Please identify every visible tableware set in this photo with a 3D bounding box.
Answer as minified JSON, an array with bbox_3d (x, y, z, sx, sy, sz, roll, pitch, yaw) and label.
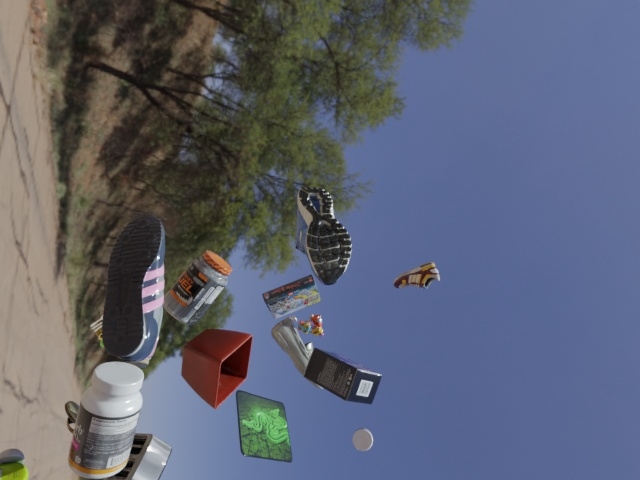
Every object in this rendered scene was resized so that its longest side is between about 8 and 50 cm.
[{"bbox_3d":[-0.527,0.215,1.239,0.024,0.154,0.104,32,-36,29],"label":"tableware set"}]

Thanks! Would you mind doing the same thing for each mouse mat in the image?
[{"bbox_3d":[-0.135,0.451,1.126,0.007,0.189,0.153,-31,-131,19],"label":"mouse mat"}]

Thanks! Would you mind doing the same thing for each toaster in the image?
[{"bbox_3d":[-0.598,0.742,1.537,0.185,0.110,0.168,-12,-140,31],"label":"toaster"}]

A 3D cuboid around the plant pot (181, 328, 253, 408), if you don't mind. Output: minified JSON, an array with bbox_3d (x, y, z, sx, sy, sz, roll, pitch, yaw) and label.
[{"bbox_3d":[-0.499,0.566,2.175,0.267,0.235,0.268,-36,141,-61],"label":"plant pot"}]

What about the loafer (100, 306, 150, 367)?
[{"bbox_3d":[-0.669,0.320,1.620,0.269,0.092,0.102,50,2,14],"label":"loafer"}]

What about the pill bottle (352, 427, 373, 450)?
[{"bbox_3d":[0.164,0.770,1.804,0.137,0.078,0.078,77,10,-70],"label":"pill bottle"}]

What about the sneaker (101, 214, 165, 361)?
[{"bbox_3d":[-0.393,0.105,1.016,0.131,0.111,0.320,83,8,-64],"label":"sneaker"}]

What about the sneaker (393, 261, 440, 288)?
[{"bbox_3d":[0.364,0.155,1.771,0.185,0.069,0.084,-33,-119,29],"label":"sneaker"}]

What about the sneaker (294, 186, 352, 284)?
[{"bbox_3d":[0.000,0.000,1.319,0.147,0.129,0.330,103,-18,-44],"label":"sneaker"}]

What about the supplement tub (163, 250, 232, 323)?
[{"bbox_3d":[-0.564,0.213,2.154,0.316,0.193,0.193,-51,-152,1],"label":"supplement tub"}]

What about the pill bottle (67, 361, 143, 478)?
[{"bbox_3d":[-0.593,0.496,1.299,0.162,0.162,0.279,31,-73,64],"label":"pill bottle"}]

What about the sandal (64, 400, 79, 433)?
[{"bbox_3d":[-0.869,0.658,1.663,0.090,0.060,0.220,49,-27,38],"label":"sandal"}]

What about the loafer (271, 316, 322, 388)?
[{"bbox_3d":[-0.069,0.456,1.877,0.320,0.111,0.112,54,-19,-4],"label":"loafer"}]

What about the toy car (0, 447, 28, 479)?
[{"bbox_3d":[-0.923,0.695,1.311,0.159,0.181,0.136,-118,-149,-43],"label":"toy car"}]

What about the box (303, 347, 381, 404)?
[{"bbox_3d":[0.073,0.455,1.563,0.207,0.153,0.108,15,-99,43],"label":"box"}]

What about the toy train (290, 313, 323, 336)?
[{"bbox_3d":[-0.040,0.337,1.921,0.166,0.046,0.125,-3,-56,43],"label":"toy train"}]

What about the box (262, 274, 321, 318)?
[{"bbox_3d":[-0.123,0.250,2.049,0.159,0.232,0.044,72,-5,-49],"label":"box"}]
